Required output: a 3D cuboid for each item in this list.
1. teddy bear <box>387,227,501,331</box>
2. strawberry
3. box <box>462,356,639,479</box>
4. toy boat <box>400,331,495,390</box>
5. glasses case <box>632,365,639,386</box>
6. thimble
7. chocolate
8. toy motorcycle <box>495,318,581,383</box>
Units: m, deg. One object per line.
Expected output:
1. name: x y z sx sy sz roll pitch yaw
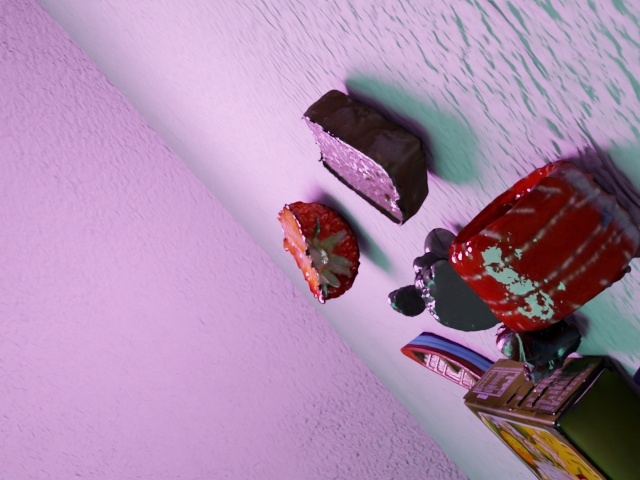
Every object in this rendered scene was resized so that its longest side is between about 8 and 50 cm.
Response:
1. teddy bear: 0.194 0.059 1.016 0.251 0.171 0.144 -164 52 -78
2. strawberry: 0.008 0.016 1.562 0.280 0.150 0.253 159 88 -79
3. box: 0.480 0.379 1.116 0.373 0.138 0.420 46 169 2
4. toy boat: 0.319 0.294 1.526 0.136 0.079 0.392 49 167 -23
5. glasses case: 0.445 0.184 0.868 0.033 0.023 0.083 42 168 29
6. thimble: 0.232 0.008 0.694 0.125 0.163 0.189 48 168 1
7. chocolate: 0.076 -0.129 0.958 0.214 0.093 0.148 39 167 35
8. toy motorcycle: 0.326 0.158 0.958 0.082 0.122 0.213 57 178 40
